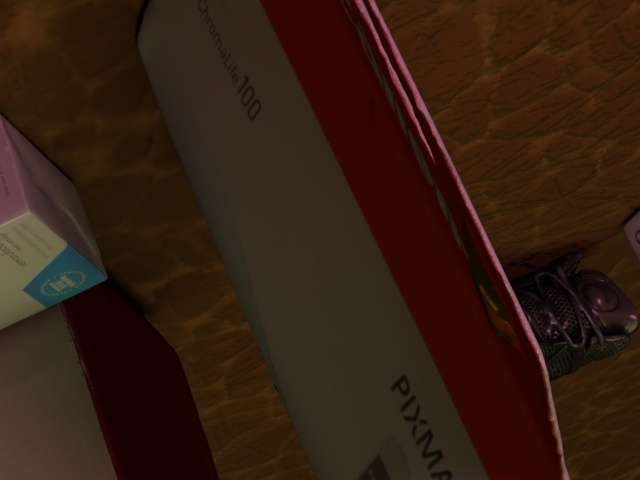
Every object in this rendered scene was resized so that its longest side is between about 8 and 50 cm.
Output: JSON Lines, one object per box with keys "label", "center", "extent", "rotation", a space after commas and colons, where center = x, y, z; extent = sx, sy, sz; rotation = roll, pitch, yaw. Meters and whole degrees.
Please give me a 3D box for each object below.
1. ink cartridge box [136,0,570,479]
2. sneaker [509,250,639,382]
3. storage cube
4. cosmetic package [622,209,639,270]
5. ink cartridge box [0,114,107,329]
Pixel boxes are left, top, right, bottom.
{"label": "ink cartridge box", "center": [0.000, 0.000, 0.762], "extent": [0.091, 0.308, 0.385], "rotation": [-23, 156, -2]}
{"label": "sneaker", "center": [0.137, 0.053, 1.281], "extent": [0.130, 0.087, 0.227], "rotation": [-32, 158, 16]}
{"label": "storage cube", "center": [-0.172, 0.134, 1.026], "extent": [0.183, 0.215, 0.193], "rotation": [-25, 150, 6]}
{"label": "cosmetic package", "center": [0.321, -0.040, 1.247], "extent": [0.117, 0.085, 0.231], "rotation": [-7, 153, -34]}
{"label": "ink cartridge box", "center": [-0.210, 0.017, 0.919], "extent": [0.180, 0.060, 0.104], "rotation": [-25, 156, 6]}
